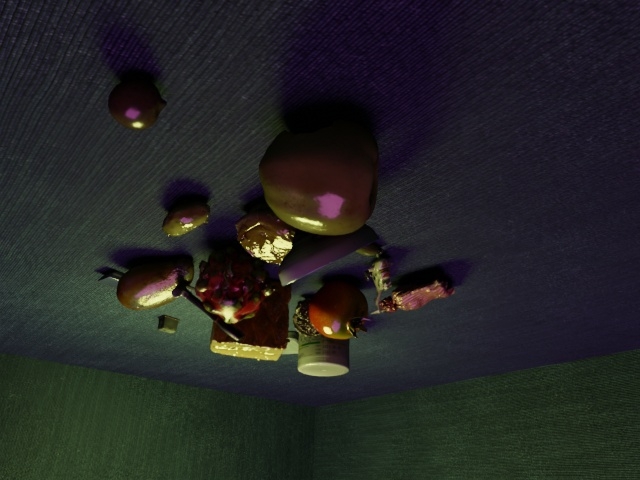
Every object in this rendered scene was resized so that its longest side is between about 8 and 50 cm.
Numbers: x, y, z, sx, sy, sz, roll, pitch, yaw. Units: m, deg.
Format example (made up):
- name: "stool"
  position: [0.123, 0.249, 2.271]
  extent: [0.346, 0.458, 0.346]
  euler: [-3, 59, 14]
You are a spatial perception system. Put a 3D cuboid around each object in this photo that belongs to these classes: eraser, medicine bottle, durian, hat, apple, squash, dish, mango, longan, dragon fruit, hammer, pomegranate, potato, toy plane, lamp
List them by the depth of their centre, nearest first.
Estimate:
- name: "longan"
  position: [-0.371, -0.277, 1.008]
  extent: [0.113, 0.092, 0.113]
  euler: [-16, 141, -13]
- name: "apple"
  position: [0.008, -0.135, 1.099]
  extent: [0.278, 0.279, 0.279]
  euler: [1, 152, 1]
- name: "dish"
  position: [0.000, 0.000, 1.264]
  extent: [0.273, 0.134, 0.273]
  euler: [-26, 178, -1]
- name: "potato"
  position: [-0.392, -0.063, 1.421]
  extent: [0.105, 0.085, 0.188]
  euler: [-4, 165, -41]
- name: "squash"
  position: [0.128, 0.016, 1.580]
  extent: [0.052, 0.052, 0.183]
  euler: [-24, 146, 38]
- name: "dragon fruit"
  position: [-0.285, 0.148, 1.663]
  extent: [0.231, 0.237, 0.302]
  euler: [38, -177, 26]
- name: "hammer"
  position: [-0.382, 0.248, 1.713]
  extent: [0.289, 0.037, 0.137]
  euler: [40, -177, -7]
- name: "toy plane"
  position: [0.209, 0.158, 1.742]
  extent: [0.091, 0.108, 0.287]
  euler: [-15, 144, -13]
- name: "mango"
  position: [-0.581, 0.147, 1.769]
  extent: [0.316, 0.146, 0.193]
  euler: [-26, 144, 12]
- name: "pomegranate"
  position: [0.079, 0.270, 1.850]
  extent: [0.220, 0.221, 0.256]
  euler: [29, -175, -41]
- name: "hat"
  position: [0.349, 0.202, 1.854]
  extent: [0.286, 0.107, 0.236]
  euler: [-20, 155, 21]
- name: "eraser"
  position: [-0.738, 0.172, 1.919]
  extent: [0.081, 0.036, 0.225]
  euler: [-18, 147, 32]
- name: "durian"
  position: [-0.019, 0.313, 2.057]
  extent: [0.195, 0.167, 0.196]
  euler: [-13, 174, -1]
- name: "medicine bottle"
  position: [0.016, 0.477, 2.252]
  extent: [0.237, 0.232, 0.238]
  euler: [1, 151, 1]
- name: "lamp"
  position: [-0.216, 0.536, 2.568]
  extent: [0.268, 0.047, 0.266]
  euler: [-7, 152, 15]

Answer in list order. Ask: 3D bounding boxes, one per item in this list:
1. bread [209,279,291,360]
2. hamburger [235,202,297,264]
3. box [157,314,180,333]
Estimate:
- name: "bread"
  position: [-0.267, 0.296, 1.887]
  extent: [0.278, 0.279, 0.207]
  euler: [7, 154, -14]
- name: "hamburger"
  position: [-0.074, -0.020, 1.434]
  extent: [0.308, 0.133, 0.211]
  euler: [22, 148, -31]
- name: "box"
  position: [-0.706, 0.391, 2.301]
  extent: [0.060, 0.063, 0.084]
  euler: [-21, 145, 34]
